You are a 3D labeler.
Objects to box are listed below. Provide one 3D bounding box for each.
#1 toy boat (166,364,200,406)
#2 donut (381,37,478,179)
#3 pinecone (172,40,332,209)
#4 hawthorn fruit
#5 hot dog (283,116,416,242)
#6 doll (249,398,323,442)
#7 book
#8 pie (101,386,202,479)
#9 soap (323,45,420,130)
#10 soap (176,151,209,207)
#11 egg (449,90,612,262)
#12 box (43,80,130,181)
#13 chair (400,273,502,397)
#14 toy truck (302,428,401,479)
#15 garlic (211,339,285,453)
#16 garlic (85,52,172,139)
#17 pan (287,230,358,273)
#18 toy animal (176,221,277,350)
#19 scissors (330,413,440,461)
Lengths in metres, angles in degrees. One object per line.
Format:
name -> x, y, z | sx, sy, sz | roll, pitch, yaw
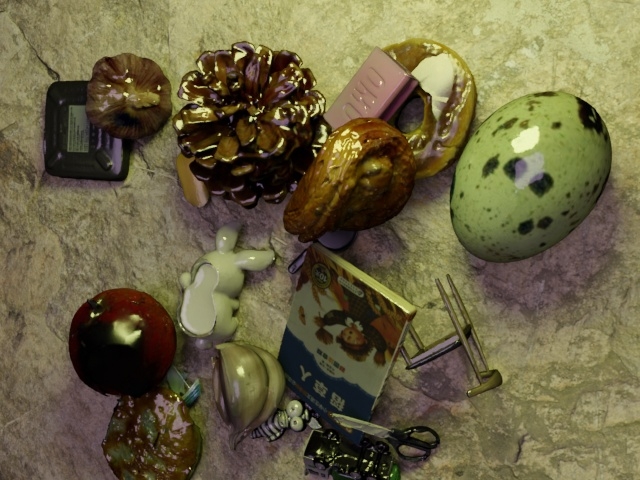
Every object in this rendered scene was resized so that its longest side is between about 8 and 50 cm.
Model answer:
toy boat -> -0.409, 0.417, 1.646 | 0.149, 0.034, 0.105 | 25, 99, 17
donut -> 0.218, -0.294, 1.352 | 0.330, 0.160, 0.330 | 1, 92, 31
pinecone -> -0.175, -0.290, 1.388 | 0.397, 0.397, 0.398 | 1, 92, 19
hawthorn fruit -> -0.523, 0.279, 1.536 | 0.315, 0.316, 0.316 | 1, 92, 19
hot dog -> 0.053, -0.103, 1.275 | 0.174, 0.266, 0.387 | 70, 154, 18
doll -> -0.095, 0.475, 1.522 | 0.219, 0.067, 0.091 | -20, 66, 17
book -> 0.040, 0.252, 1.375 | 0.300, 0.039, 0.428 | 33, 124, 28
pie -> -0.475, 0.576, 1.638 | 0.288, 0.103, 0.355 | 24, 99, 17
soap -> 0.111, -0.315, 1.287 | 0.203, 0.065, 0.122 | -50, 63, 22
soap -> -0.358, -0.172, 1.610 | 0.089, 0.033, 0.169 | -10, 89, 21
egg -> 0.426, -0.128, 1.205 | 0.287, 0.287, 0.379 | 44, 108, 13
box -> -0.687, -0.325, 1.698 | 0.288, 0.073, 0.290 | 6, 93, 18
chair -> 0.278, 0.237, 1.325 | 0.166, 0.188, 0.272 | -32, 78, 18
toy truck -> 0.081, 0.562, 1.442 | 0.242, 0.101, 0.125 | 10, 132, 17
garlic -> -0.208, 0.376, 1.468 | 0.237, 0.210, 0.292 | -32, 65, 29
garlic -> -0.519, -0.390, 1.563 | 0.244, 0.160, 0.245 | -5, 103, -23
pan -> 0.000, 0.000, 1.493 | 0.235, 0.028, 0.136 | -45, 77, 12
toy animal -> -0.267, 0.124, 1.527 | 0.208, 0.154, 0.325 | 39, 99, 8
scissors -> 0.151, 0.458, 1.368 | 0.300, 0.022, 0.109 | 24, 111, -21
